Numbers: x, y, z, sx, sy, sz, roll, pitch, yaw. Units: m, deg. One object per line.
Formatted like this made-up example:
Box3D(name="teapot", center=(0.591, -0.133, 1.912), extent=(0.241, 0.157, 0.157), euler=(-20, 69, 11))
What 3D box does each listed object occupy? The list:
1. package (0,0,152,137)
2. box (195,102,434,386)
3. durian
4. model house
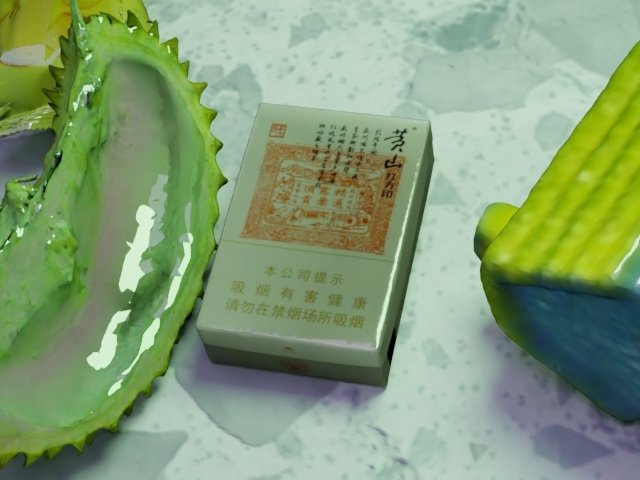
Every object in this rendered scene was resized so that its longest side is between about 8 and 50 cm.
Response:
Box3D(name="package", center=(-0.200, -0.176, 1.305), extent=(0.168, 0.090, 0.226), euler=(-13, 56, -2))
Box3D(name="box", center=(0.000, 0.000, 1.188), extent=(0.141, 0.058, 0.201), euler=(8, 60, 14))
Box3D(name="durian", center=(-0.169, 0.001, 1.148), extent=(0.157, 0.169, 0.356), euler=(11, 70, 13))
Box3D(name="model house", center=(0.265, 0.004, 1.061), extent=(0.303, 0.215, 0.237), euler=(27, 67, 26))
